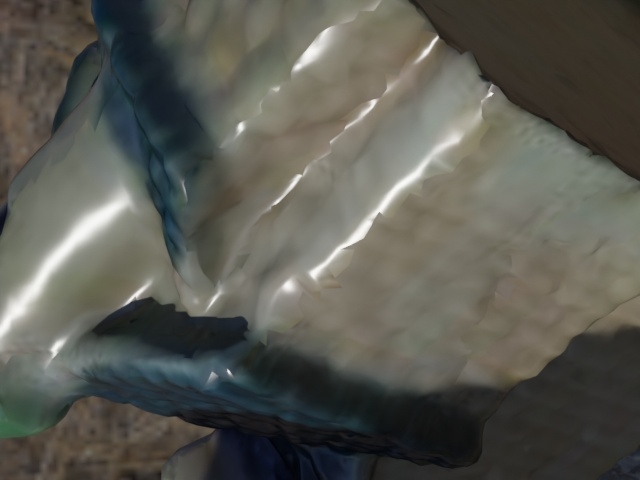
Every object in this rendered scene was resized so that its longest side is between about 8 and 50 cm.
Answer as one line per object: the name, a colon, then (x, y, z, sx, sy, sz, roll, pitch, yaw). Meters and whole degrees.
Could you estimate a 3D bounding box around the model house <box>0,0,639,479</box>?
model house: (0.001, 0.002, 0.682, 0.284, 0.298, 0.243, -49, 45, 18)

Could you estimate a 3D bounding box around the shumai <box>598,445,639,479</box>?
shumai: (0.207, 0.077, 1.310, 0.346, 0.217, 0.283, 1, 55, 50)
